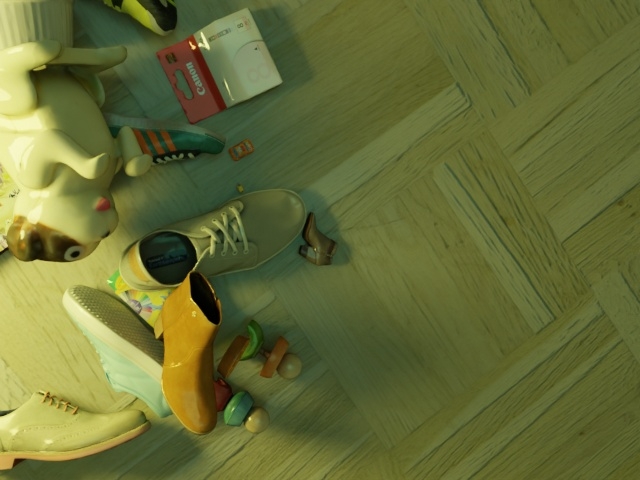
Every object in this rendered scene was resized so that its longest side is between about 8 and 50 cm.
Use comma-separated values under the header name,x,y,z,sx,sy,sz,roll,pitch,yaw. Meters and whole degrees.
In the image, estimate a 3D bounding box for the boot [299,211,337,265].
name,x,y,z,sx,sy,sz,roll,pitch,yaw
boot,0.000,0.000,1.687,0.086,0.042,0.119,15,90,-17

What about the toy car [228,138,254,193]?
name,x,y,z,sx,sy,sz,roll,pitch,yaw
toy car,-0.174,-0.173,1.645,0.060,0.040,0.122,-13,94,-10

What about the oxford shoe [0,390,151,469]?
name,x,y,z,sx,sy,sz,roll,pitch,yaw
oxford shoe,-0.573,0.397,1.538,0.396,0.140,0.147,-6,86,-13

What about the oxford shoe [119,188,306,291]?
name,x,y,z,sx,sy,sz,roll,pitch,yaw
oxford shoe,-0.221,-0.001,1.575,0.449,0.130,0.169,-20,88,-22

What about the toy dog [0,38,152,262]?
name,x,y,z,sx,sy,sz,roll,pitch,yaw
toy dog,-0.540,-0.156,1.409,0.395,0.284,0.408,-10,97,14

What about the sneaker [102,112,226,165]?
name,x,y,z,sx,sy,sz,roll,pitch,yaw
sneaker,-0.364,-0.205,1.580,0.302,0.108,0.121,7,91,-3

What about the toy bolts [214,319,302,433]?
name,x,y,z,sx,sy,sz,roll,pitch,yaw
toy bolts,-0.152,0.321,1.583,0.158,0.218,0.229,30,93,3

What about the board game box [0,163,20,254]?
name,x,y,z,sx,sy,sz,roll,pitch,yaw
board game box,-0.682,-0.110,1.548,0.346,0.056,0.208,-38,94,-7

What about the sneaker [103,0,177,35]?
name,x,y,z,sx,sy,sz,roll,pitch,yaw
sneaker,-0.478,-0.582,1.547,0.384,0.145,0.147,43,115,-12

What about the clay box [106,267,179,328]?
name,x,y,z,sx,sy,sz,roll,pitch,yaw
clay box,-0.360,0.126,1.610,0.222,0.053,0.127,45,80,-7

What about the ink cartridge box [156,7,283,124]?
name,x,y,z,sx,sy,sz,roll,pitch,yaw
ink cartridge box,-0.229,-0.396,1.622,0.232,0.066,0.189,-27,97,-13

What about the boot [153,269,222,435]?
name,x,y,z,sx,sy,sz,roll,pitch,yaw
boot,-0.251,0.228,1.447,0.104,0.211,0.295,-7,62,-39

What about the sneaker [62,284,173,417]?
name,x,y,z,sx,sy,sz,roll,pitch,yaw
sneaker,-0.443,0.257,1.563,0.366,0.135,0.150,41,102,1

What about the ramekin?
name,x,y,z,sx,sy,sz,roll,pitch,yaw
ramekin,-0.631,-0.431,1.444,0.272,0.273,0.127,-10,104,-10
